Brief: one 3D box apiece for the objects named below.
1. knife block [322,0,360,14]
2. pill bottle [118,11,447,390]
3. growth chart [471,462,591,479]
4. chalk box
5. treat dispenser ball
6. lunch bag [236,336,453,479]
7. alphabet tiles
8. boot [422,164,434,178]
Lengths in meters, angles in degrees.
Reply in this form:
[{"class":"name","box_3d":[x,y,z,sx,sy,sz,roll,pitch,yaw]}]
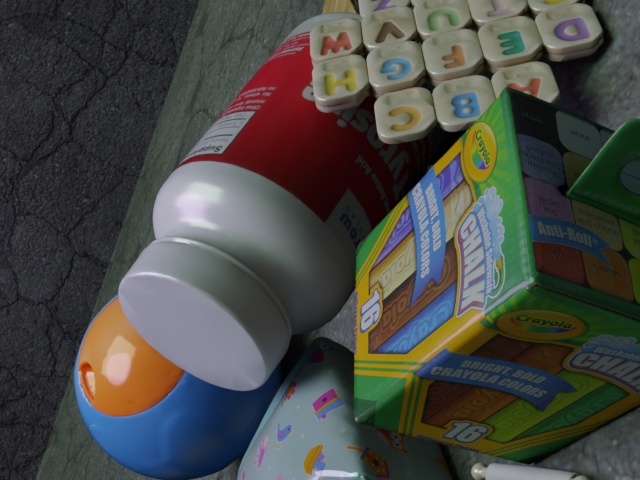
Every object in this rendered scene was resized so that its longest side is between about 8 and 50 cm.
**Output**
[{"class":"knife block","box_3d":[0.028,-0.232,1.366,0.242,0.088,0.275,-60,25,26]},{"class":"pill bottle","box_3d":[-0.034,-0.048,1.009,0.229,0.229,0.407,-38,16,55]},{"class":"growth chart","box_3d":[0.155,0.288,0.716,0.172,0.021,0.237,-32,45,58]},{"class":"chalk box","box_3d":[0.170,0.024,0.694,0.289,0.180,0.179,-49,30,47]},{"class":"treat dispenser ball","box_3d":[-0.199,0.190,1.299,0.288,0.288,0.288,-50,29,42]},{"class":"lunch bag","box_3d":[0.002,0.272,0.926,0.262,0.160,0.223,-55,26,21]},{"class":"alphabet tiles","box_3d":[0.128,-0.205,0.931,0.278,0.284,0.021,-93,-12,-45]},{"class":"boot","box_3d":[0.134,0.029,0.930,0.190,0.076,0.208,20,82,55]}]
